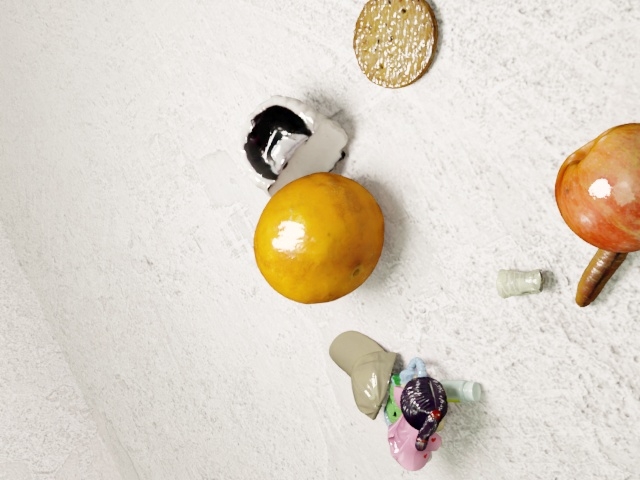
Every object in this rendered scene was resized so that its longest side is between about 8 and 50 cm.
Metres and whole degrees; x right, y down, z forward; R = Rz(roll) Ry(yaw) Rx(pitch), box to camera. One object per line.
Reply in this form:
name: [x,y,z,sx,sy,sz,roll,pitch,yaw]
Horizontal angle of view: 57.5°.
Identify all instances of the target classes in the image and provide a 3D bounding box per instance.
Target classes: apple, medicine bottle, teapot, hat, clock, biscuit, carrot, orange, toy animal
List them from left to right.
toy animal: [-0.063,-0.204,1.256,0.208,0.204,0.156,-50,57,18]
orange: [0.000,0.000,1.209,0.226,0.284,0.283,38,125,36]
hat: [0.080,0.312,1.358,0.174,0.144,0.166,18,118,16]
biscuit: [0.144,-0.391,1.134,0.188,0.027,0.187,14,112,37]
clock: [0.200,0.353,1.236,0.193,0.100,0.195,-98,16,-53]
medicine bottle: [0.292,0.319,1.233,0.083,0.047,0.047,-9,98,41]
teapot: [0.377,0.080,1.086,0.083,0.057,0.067,-10,135,37]
carrot: [0.474,0.059,1.003,0.048,0.048,0.139,35,125,25]
apple: [0.452,-0.085,0.870,0.164,0.209,0.209,42,127,5]
